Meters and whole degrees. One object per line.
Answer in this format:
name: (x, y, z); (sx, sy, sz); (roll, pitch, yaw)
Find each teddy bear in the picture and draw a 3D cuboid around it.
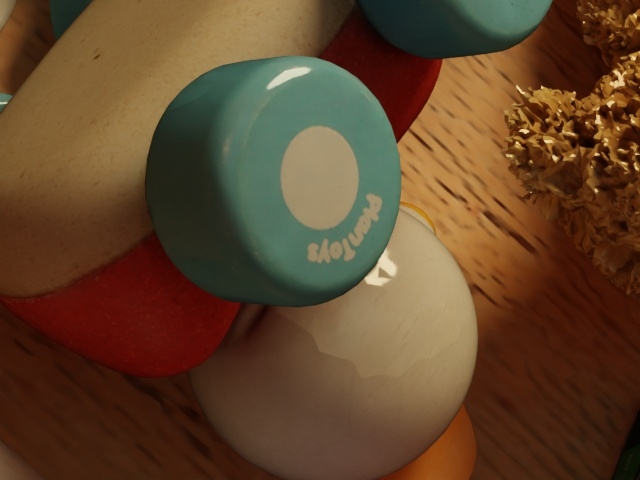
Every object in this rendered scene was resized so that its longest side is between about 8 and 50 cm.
teddy bear: (0.214, -0.066, 0.653); (0.245, 0.113, 0.338); (27, 48, -3)

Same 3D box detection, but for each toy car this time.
toy car: (0.000, 0.000, 0.546); (0.238, 0.219, 0.210); (53, 58, -30)

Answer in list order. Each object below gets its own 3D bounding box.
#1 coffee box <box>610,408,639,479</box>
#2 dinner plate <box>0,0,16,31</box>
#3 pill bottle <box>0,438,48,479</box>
coffee box: (0.204, 0.157, 0.621); (0.184, 0.040, 0.113); (32, 65, -7)
dinner plate: (-0.193, -0.127, 0.591); (0.141, 0.017, 0.141); (7, 68, -17)
pill bottle: (-0.049, 0.194, 0.455); (0.272, 0.152, 0.152); (44, 63, 0)
